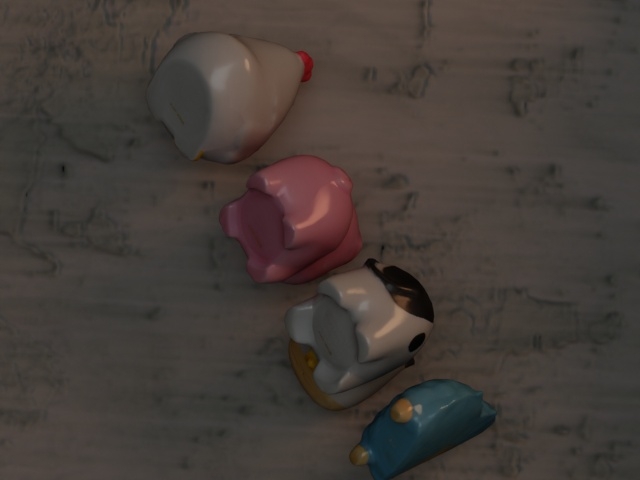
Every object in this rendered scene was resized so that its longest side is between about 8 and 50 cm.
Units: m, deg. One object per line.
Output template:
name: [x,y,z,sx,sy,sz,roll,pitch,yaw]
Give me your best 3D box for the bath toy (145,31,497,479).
bath toy: [0.000,0.000,1.400,0.129,0.151,0.348,-20,76,-39]
